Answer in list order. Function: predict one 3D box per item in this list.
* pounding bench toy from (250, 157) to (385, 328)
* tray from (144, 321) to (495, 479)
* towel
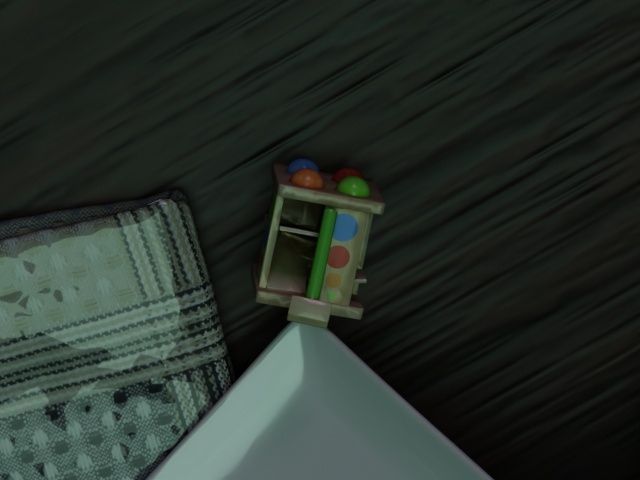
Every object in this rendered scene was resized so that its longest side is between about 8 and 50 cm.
[{"bbox_3d":[0.000,0.000,0.704,0.052,0.083,0.065,10,103,-7],"label":"pounding bench toy"},{"bbox_3d":[0.036,0.165,0.661,0.145,0.030,0.270,-48,60,-2],"label":"tray"},{"bbox_3d":[-0.188,0.153,0.723,0.324,0.056,0.312,-12,102,-7],"label":"towel"}]
